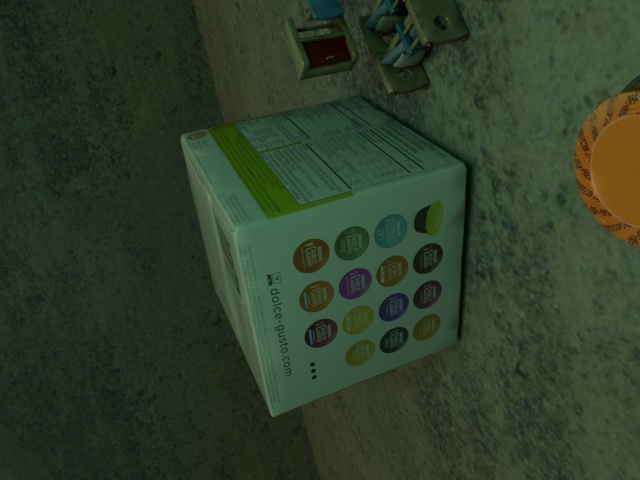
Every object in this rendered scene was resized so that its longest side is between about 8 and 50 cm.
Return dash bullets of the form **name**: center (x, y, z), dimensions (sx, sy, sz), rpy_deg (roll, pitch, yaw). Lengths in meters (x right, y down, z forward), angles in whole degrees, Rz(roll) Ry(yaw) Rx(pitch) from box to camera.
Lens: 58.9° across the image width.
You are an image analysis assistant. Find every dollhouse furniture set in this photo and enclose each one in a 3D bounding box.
- **dollhouse furniture set**: center (0.066, -0.267, 0.739), dimensions (0.129, 0.184, 0.128), rpy_deg (131, 120, -68)

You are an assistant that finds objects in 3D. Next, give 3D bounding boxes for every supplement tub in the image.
- **supplement tub**: center (0.263, -0.064, 0.349), dimensions (0.117, 0.191, 0.116), rpy_deg (163, 90, -72)

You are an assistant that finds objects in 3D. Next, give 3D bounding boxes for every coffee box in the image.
- **coffee box**: center (0.000, 0.000, 0.924), dimensions (0.338, 0.335, 0.337), rpy_deg (-129, 28, -52)
